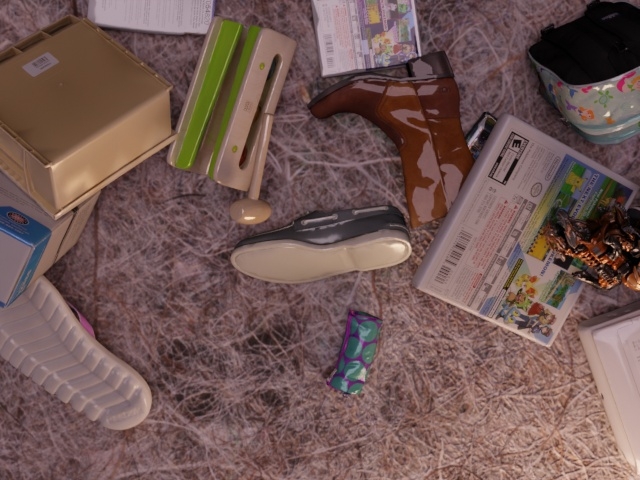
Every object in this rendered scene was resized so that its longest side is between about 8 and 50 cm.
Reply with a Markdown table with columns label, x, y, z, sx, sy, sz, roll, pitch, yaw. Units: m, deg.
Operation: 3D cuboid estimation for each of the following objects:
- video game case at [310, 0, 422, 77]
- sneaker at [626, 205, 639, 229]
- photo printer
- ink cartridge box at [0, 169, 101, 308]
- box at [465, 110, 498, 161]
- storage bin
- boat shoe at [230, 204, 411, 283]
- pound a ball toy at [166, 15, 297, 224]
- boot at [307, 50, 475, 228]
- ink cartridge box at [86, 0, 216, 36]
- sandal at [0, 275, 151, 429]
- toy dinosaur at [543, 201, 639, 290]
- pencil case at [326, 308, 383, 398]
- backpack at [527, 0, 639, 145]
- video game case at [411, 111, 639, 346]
| label | x | y | z | sx | sy | sz | roll | pitch | yaw |
| --- | --- | --- | --- | --- | --- | --- | --- | --- | --- |
| video game case | 0.078 | -0.398 | 1.756 | 0.183 | 0.023 | 0.201 | -8 | 93 | 1 |
| sneaker | 0.653 | -0.026 | 1.772 | 0.234 | 0.084 | 0.097 | 19 | 65 | 0 |
| photo printer | 0.622 | 0.251 | 1.763 | 0.256 | 0.107 | 0.308 | -21 | 95 | 1 |
| ink cartridge box | -0.527 | -0.045 | 1.631 | 0.223 | 0.307 | 0.129 | 28 | 111 | -2 |
| box | 0.336 | -0.096 | 1.767 | 0.233 | 0.044 | 0.159 | 37 | 94 | -3 |
| storage bin | -0.417 | -0.214 | 1.624 | 0.260 | 0.123 | 0.262 | 38 | 58 | 20 |
| boat shoe | 0.000 | 0.000 | 1.766 | 0.319 | 0.116 | 0.099 | -7 | 51 | 7 |
| pound a ball toy | -0.119 | -0.198 | 1.697 | 0.208 | 0.135 | 0.319 | 21 | 95 | 34 |
| boot | 0.134 | -0.159 | 1.733 | 0.264 | 0.096 | 0.280 | -15 | 93 | 1 |
| ink cartridge box | -0.287 | -0.472 | 1.737 | 0.224 | 0.045 | 0.223 | 6 | 95 | -1 |
| sandal | -0.466 | 0.174 | 1.766 | 0.169 | 0.102 | 0.416 | -34 | 106 | 17 |
| toy dinosaur | 0.546 | 0.006 | 1.677 | 0.322 | 0.164 | 0.218 | 10 | 125 | -23 |
| pencil case | 0.060 | 0.201 | 1.780 | 0.070 | 0.064 | 0.152 | 15 | 94 | -26 |
| backpack | 0.488 | -0.274 | 1.653 | 0.225 | 0.253 | 0.191 | -27 | 114 | 1 |
| video game case | 0.354 | -0.011 | 1.715 | 0.300 | 0.036 | 0.329 | 24 | 98 | -22 |
